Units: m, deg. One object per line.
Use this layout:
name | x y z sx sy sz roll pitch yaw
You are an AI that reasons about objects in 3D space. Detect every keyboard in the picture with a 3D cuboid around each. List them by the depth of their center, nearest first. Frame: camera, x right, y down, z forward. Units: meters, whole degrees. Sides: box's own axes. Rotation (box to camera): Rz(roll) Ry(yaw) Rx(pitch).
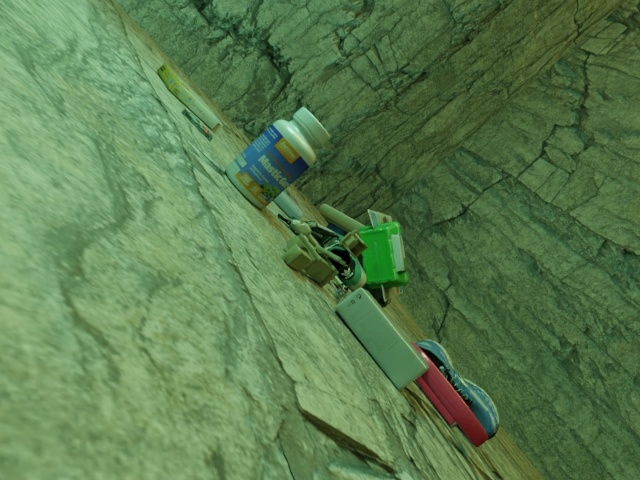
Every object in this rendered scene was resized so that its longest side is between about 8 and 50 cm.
keyboard | -0.017 -0.053 1.642 0.100 0.038 0.192 7 10 -36

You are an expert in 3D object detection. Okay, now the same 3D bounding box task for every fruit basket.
fruit basket | 0.262 0.053 1.688 0.353 0.166 0.326 3 78 -63

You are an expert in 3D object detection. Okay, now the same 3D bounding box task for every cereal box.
cereal box | -0.469 -0.512 1.629 0.240 0.047 0.173 43 7 -50

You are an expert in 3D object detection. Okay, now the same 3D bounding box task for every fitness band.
fitness band | 0.298 0.380 1.127 0.290 0.054 0.209 51 -4 28

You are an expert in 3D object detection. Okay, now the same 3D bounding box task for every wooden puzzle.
wooden puzzle | 0.148 0.016 1.997 0.322 0.080 0.347 33 -15 33

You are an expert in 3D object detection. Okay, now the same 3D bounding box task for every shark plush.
shark plush | -0.085 -0.043 1.475 0.161 0.073 0.067 13 10 -45

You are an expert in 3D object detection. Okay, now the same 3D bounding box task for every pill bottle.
pill bottle | -0.110 -0.227 1.219 0.152 0.272 0.152 48 5 -6

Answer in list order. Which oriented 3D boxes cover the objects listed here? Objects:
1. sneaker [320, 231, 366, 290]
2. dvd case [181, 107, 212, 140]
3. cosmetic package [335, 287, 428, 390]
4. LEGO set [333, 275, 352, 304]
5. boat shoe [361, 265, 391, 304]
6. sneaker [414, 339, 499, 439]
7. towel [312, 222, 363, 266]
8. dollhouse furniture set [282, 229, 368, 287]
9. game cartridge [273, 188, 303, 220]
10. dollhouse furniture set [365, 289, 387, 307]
sneaker | 0.062 0.042 1.580 0.121 0.108 0.302 50 4 -38
dvd case | -0.386 -0.366 1.420 0.119 0.013 0.087 47 5 -25
cosmetic package | 0.143 0.223 1.042 0.231 0.086 0.117 52 5 18
LEGO set | 0.053 0.137 1.252 0.182 0.060 0.244 48 -5 41
boat shoe | 0.184 0.181 1.798 0.229 0.080 0.076 39 -27 17
sneaker | 0.363 0.428 1.295 0.147 0.129 0.330 17 25 -52
towel | 0.132 0.062 1.900 0.317 0.053 0.332 28 -13 45
dollhouse furniture set | 0.000 0.000 1.066 0.101 0.161 0.182 51 5 33
game cartridge | -0.163 -0.188 1.755 0.196 0.060 0.294 42 7 -20
dollhouse furniture set | 0.173 0.224 1.637 0.152 0.058 0.076 13 38 -47
